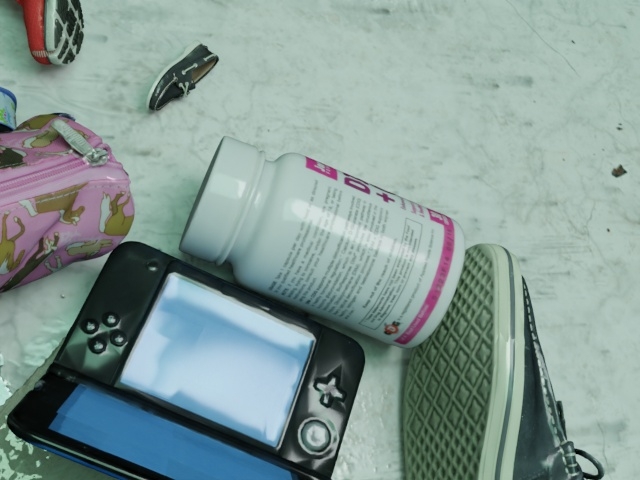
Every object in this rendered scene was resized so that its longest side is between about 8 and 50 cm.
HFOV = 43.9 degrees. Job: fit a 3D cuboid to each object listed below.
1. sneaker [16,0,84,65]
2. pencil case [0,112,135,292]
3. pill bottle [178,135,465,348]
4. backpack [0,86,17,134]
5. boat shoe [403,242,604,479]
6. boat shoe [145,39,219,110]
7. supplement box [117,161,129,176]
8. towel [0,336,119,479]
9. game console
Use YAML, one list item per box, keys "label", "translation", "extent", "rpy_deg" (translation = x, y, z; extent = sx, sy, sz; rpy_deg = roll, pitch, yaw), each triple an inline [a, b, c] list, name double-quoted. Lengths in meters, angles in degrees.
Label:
- label: "sneaker"
  translation: [-0.353, -0.315, 0.930]
  extent: [0.119, 0.107, 0.278]
  rpy_deg: [-14, 69, -8]
- label: "pencil case"
  translation: [-0.324, -0.002, 0.640]
  extent: [0.160, 0.167, 0.386]
  rpy_deg: [22, 26, 19]
- label: "pill bottle"
  translation: [0.000, 0.000, 0.876]
  extent: [0.283, 0.160, 0.160]
  rpy_deg: [22, 61, -12]
- label: "backpack"
  translation: [-0.372, -0.128, 0.816]
  extent: [0.114, 0.105, 0.084]
  rpy_deg: [1, 67, -27]
- label: "boat shoe"
  translation: [0.196, 0.249, 0.838]
  extent: [0.156, 0.187, 0.499]
  rpy_deg: [8, 69, -24]
- label: "boat shoe"
  translation: [-0.168, -0.196, 0.967]
  extent: [0.038, 0.046, 0.125]
  rpy_deg: [32, 51, 0]
- label: "supplement box"
  translation: [-0.243, -0.060, 0.849]
  extent: [0.055, 0.083, 0.043]
  rpy_deg: [49, 57, 4]
- label: "towel"
  translation: [-0.226, 0.207, 0.756]
  extent: [0.187, 0.049, 0.282]
  rpy_deg: [38, 58, 0]
- label: "game console"
  translation: [-0.090, 0.128, 0.719]
  extent: [0.293, 0.173, 0.250]
  rpy_deg: [26, 59, -9]
